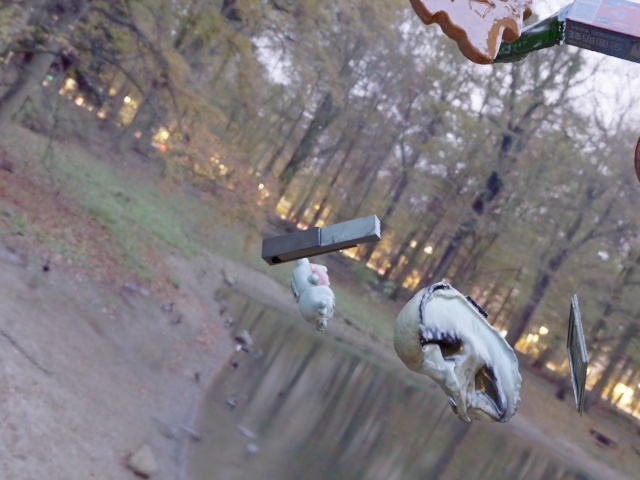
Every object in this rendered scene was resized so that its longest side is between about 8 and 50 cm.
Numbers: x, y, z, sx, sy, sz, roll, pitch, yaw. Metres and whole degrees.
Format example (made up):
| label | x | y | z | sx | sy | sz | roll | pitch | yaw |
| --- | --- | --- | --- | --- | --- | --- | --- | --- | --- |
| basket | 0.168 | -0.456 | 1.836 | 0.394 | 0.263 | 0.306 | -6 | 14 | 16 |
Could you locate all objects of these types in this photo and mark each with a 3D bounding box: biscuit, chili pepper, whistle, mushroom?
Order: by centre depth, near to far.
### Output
| label | x | y | z | sx | sy | sz | roll | pitch | yaw |
| --- | --- | --- | --- | --- | --- | --- | --- | --- | --- |
| biscuit | 0.284 | -0.457 | 1.328 | 0.284 | 0.306 | 0.043 | 58 | -31 | 10 |
| mushroom | 0.256 | 0.230 | 1.447 | 0.344 | 0.248 | 0.130 | 32 | -37 | -33 |
| chili pepper | 0.424 | -0.403 | 1.490 | 0.216 | 0.108 | 0.062 | -22 | -78 | 41 |
| whistle | -0.022 | 0.118 | 1.796 | 0.105 | 0.102 | 0.253 | 18 | 32 | -36 |

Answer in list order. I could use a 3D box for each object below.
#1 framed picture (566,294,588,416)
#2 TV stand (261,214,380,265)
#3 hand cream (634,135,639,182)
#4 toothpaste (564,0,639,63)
| label | x | y | z | sx | sy | sz | roll | pitch | yaw |
| --- | --- | --- | --- | --- | --- | --- | --- | --- | --- |
| framed picture | 0.476 | 0.212 | 1.373 | 0.011 | 0.142 | 0.183 | 0 | 36 | 12 |
| TV stand | 0.000 | 0.000 | 1.536 | 0.256 | 0.049 | 0.040 | -13 | -33 | 21 |
| hand cream | 0.885 | -0.201 | 1.777 | 0.230 | 0.230 | 0.149 | 29 | -4 | -24 |
| toothpaste | 0.555 | -0.318 | 1.179 | 0.320 | 0.066 | 0.076 | 24 | -10 | 24 |
